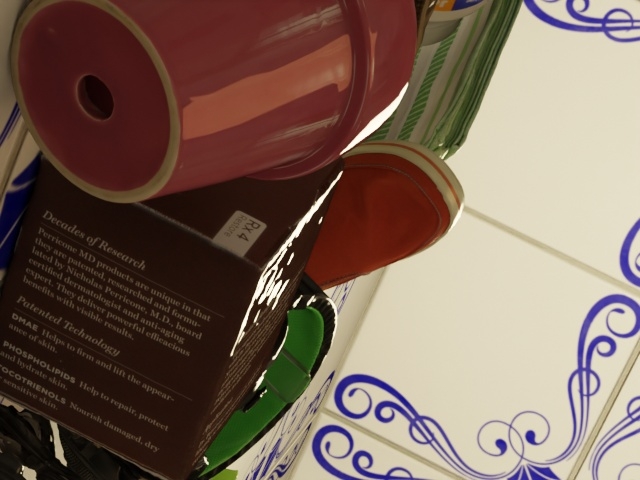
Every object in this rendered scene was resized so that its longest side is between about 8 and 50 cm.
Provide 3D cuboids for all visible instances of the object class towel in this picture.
[{"bbox_3d":[0.092,-0.146,2.062,0.325,0.038,0.248,-29,-147,60],"label":"towel"}]

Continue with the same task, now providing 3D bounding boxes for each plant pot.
[{"bbox_3d":[-0.073,-0.113,1.165,0.180,0.201,0.201,-33,153,-46],"label":"plant pot"}]

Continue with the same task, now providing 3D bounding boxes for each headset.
[{"bbox_3d":[-0.114,0.142,1.622,0.394,0.185,0.243,-3,133,-56],"label":"headset"}]

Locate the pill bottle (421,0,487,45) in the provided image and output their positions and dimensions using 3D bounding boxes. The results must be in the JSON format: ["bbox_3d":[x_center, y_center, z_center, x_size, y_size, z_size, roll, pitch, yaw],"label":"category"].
[{"bbox_3d":[0.115,-0.303,1.890,0.152,0.152,0.272,-59,175,-31],"label":"pill bottle"}]

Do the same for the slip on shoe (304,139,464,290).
[{"bbox_3d":[0.000,0.000,1.840,0.331,0.123,0.101,-21,-155,41],"label":"slip on shoe"}]

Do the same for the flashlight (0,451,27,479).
[{"bbox_3d":[-0.279,0.287,1.413,0.103,0.103,0.304,-13,136,-46],"label":"flashlight"}]

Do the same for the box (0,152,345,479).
[{"bbox_3d":[-0.111,0.022,1.388,0.168,0.167,0.203,-52,166,-56],"label":"box"}]

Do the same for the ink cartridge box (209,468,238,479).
[{"bbox_3d":[-0.170,0.411,2.314,0.255,0.097,0.189,-87,-168,-47],"label":"ink cartridge box"}]

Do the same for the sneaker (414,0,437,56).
[{"bbox_3d":[0.080,-0.234,1.712,0.071,0.066,0.188,-83,-164,-60],"label":"sneaker"}]
